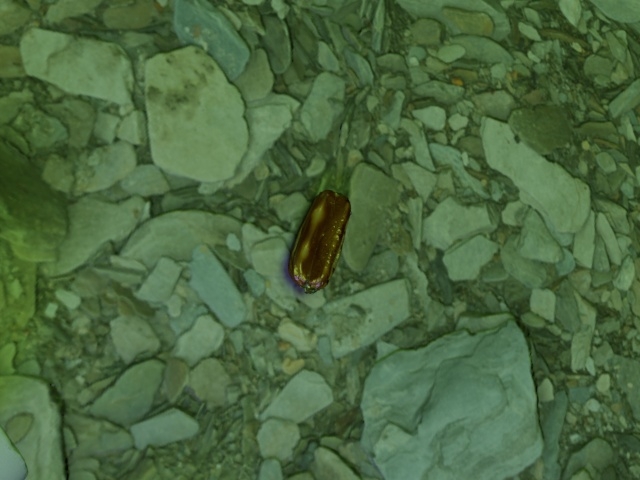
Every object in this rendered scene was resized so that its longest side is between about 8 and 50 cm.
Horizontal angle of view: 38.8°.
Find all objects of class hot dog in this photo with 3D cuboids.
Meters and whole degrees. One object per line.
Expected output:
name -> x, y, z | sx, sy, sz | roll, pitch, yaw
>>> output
hot dog -> 0.000, 0.000, 0.912 | 0.049, 0.037, 0.122 | 26, 59, -5

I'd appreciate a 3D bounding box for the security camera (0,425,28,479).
security camera -> -0.344, 0.167, 0.603 | 0.236, 0.194, 0.194 | -40, 95, -27
